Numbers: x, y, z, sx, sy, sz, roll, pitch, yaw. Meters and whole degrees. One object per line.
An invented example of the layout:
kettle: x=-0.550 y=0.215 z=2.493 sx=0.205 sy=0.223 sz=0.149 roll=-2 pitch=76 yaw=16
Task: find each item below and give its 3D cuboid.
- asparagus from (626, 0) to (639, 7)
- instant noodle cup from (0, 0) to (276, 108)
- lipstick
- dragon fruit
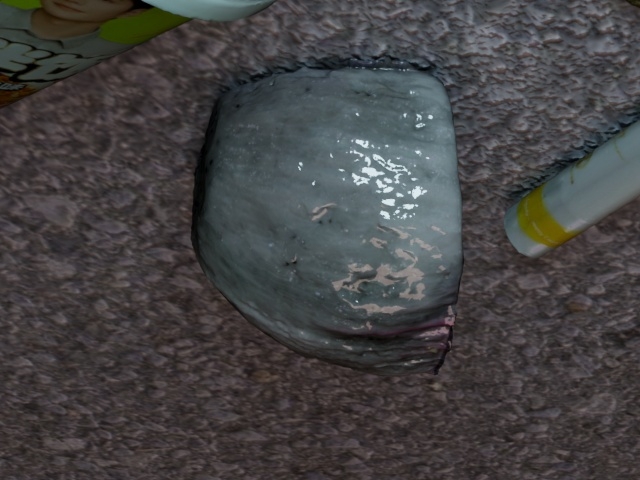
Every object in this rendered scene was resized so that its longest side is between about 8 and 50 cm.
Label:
asparagus: x=0.215 y=-0.205 z=1.244 sx=0.165 sy=0.030 sz=0.036 roll=24 pitch=133 yaw=-34
instant noodle cup: x=-0.185 y=-0.223 z=1.011 sx=0.294 sy=0.294 sz=0.308 roll=23 pitch=151 yaw=-34
lipstick: x=0.264 y=-0.062 z=1.468 sx=0.059 sy=0.059 sz=0.264 roll=18 pitch=145 yaw=-29
dragon fruit: x=0.000 y=0.000 z=1.436 sx=0.221 sy=0.204 sz=0.283 roll=5 pitch=149 yaw=-6
